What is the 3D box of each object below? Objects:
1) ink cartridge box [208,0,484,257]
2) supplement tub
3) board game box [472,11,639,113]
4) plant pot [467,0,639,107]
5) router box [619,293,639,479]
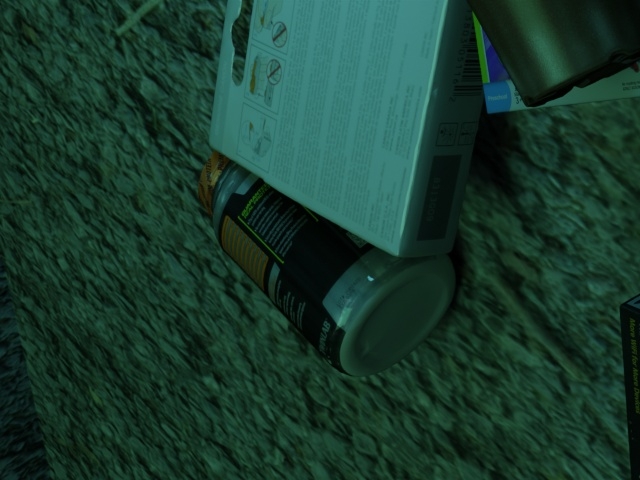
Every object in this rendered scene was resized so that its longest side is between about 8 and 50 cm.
[{"bbox_3d":[0.027,-0.189,1.821,0.385,0.091,0.308,31,118,47],"label":"ink cartridge box"},{"bbox_3d":[0.000,0.000,1.988,0.316,0.193,0.193,46,146,30],"label":"supplement tub"},{"bbox_3d":[0.266,-0.243,1.443,0.347,0.078,0.233,-1,100,58],"label":"board game box"},{"bbox_3d":[0.195,-0.209,1.354,0.167,0.167,0.165,-28,85,61],"label":"plant pot"},{"bbox_3d":[0.417,0.216,1.600,0.243,0.081,0.309,24,132,48],"label":"router box"}]
